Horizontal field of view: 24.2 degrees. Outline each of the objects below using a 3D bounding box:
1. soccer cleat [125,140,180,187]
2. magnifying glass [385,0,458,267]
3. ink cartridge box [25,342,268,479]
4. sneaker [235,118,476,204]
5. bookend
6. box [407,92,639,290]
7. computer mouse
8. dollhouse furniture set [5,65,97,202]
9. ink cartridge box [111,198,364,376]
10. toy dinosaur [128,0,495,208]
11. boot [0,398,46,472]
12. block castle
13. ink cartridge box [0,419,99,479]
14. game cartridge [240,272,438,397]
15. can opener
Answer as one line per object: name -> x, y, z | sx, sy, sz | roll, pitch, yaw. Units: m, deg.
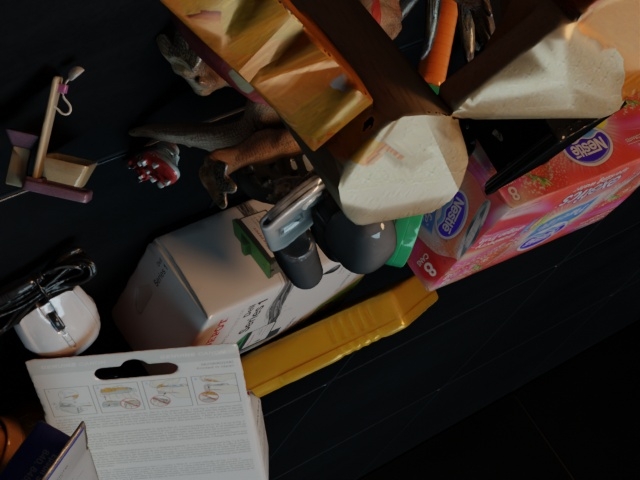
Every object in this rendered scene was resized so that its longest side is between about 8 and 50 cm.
soccer cleat -> -0.115, -0.058, 1.079 | 0.035, 0.029, 0.083 | -41, -164, -16
magnifying glass -> 0.075, -0.092, 1.121 | 0.092, 0.026, 0.231 | 121, -16, -74
ink cartridge box -> -0.151, 0.155, 1.359 | 0.189, 0.066, 0.232 | -5, 133, 1
sneaker -> 0.019, -0.061, 1.285 | 0.234, 0.078, 0.106 | -14, 169, -34
bookend -> 0.155, -0.139, 1.239 | 0.072, 0.157, 0.156 | -29, 176, -20
box -> 0.201, -0.080, 1.476 | 0.300, 0.142, 0.154 | -20, 160, -42
computer mouse -> -0.219, 0.066, 1.249 | 0.106, 0.042, 0.193 | -34, 164, -6
dollhouse furniture set -> -0.181, -0.077, 0.966 | 0.114, 0.091, 0.081 | -113, -144, -84
ink cartridge box -> -0.063, 0.033, 1.370 | 0.219, 0.092, 0.160 | -25, 162, -33
toy dinosaur -> 0.009, -0.125, 1.015 | 0.295, 0.127, 0.200 | -38, 172, 35
boot -> -0.350, 0.264, 1.442 | 0.283, 0.109, 0.220 | -42, 165, 16
block castle -> 0.077, -0.252, 0.510 | 0.453, 0.213, 0.303 | -41, 134, 8
ink cartridge box -> -0.285, 0.299, 1.204 | 0.304, 0.072, 0.307 | -55, 166, -23
game cartridge -> -0.039, 0.124, 1.559 | 0.323, 0.053, 0.285 | -24, 179, 12
can opener -> 0.000, 0.000, 1.100 | 0.074, 0.093, 0.280 | -36, 175, -5
